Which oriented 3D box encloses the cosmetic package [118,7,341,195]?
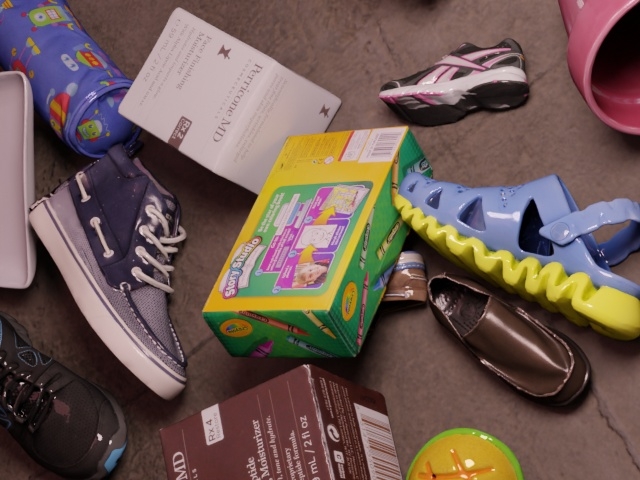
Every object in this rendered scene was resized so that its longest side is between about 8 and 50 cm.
[{"bbox_3d":[-0.108,-0.160,2.067,0.184,0.151,0.151,31,93,36],"label":"cosmetic package"}]

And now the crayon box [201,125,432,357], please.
[{"bbox_3d":[0.000,0.000,1.919,0.165,0.081,0.278,-2,47,33],"label":"crayon box"}]

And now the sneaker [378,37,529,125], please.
[{"bbox_3d":[0.156,-0.184,1.966,0.178,0.072,0.077,-6,59,23],"label":"sneaker"}]

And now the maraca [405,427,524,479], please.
[{"bbox_3d":[0.143,0.282,1.791,0.127,0.099,0.185,24,107,19],"label":"maraca"}]

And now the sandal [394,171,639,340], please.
[{"bbox_3d":[0.223,-0.010,1.829,0.317,0.126,0.138,25,85,28],"label":"sandal"}]

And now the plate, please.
[{"bbox_3d":[-0.456,-0.078,2.283,0.278,0.045,0.277,0,93,44],"label":"plate"}]

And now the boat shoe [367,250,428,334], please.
[{"bbox_3d":[0.037,0.072,1.947,0.183,0.066,0.066,-24,64,25],"label":"boat shoe"}]

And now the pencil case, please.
[{"bbox_3d":[-0.338,-0.232,2.262,0.133,0.119,0.306,-24,51,-25],"label":"pencil case"}]

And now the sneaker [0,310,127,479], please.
[{"bbox_3d":[-0.378,0.187,2.135,0.341,0.140,0.125,32,91,35],"label":"sneaker"}]

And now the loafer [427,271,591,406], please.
[{"bbox_3d":[0.188,0.104,1.830,0.220,0.078,0.080,32,93,36],"label":"loafer"}]

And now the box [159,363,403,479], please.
[{"bbox_3d":[-0.036,0.259,1.868,0.203,0.167,0.168,-26,62,24],"label":"box"}]

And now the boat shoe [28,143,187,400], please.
[{"bbox_3d":[-0.220,0.026,2.097,0.158,0.127,0.340,-41,59,5],"label":"boat shoe"}]

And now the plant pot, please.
[{"bbox_3d":[0.334,-0.240,1.795,0.201,0.201,0.180,-40,41,16],"label":"plant pot"}]
